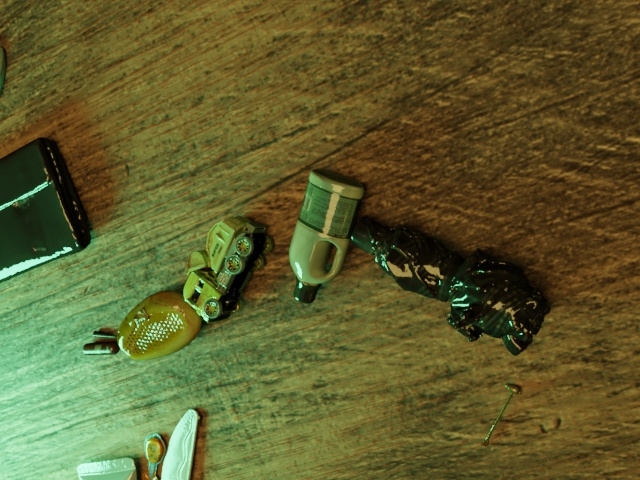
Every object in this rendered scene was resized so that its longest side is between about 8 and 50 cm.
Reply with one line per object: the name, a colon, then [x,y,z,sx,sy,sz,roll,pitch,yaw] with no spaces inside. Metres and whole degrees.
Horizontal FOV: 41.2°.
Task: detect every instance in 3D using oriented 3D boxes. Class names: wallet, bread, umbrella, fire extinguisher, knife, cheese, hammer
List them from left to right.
wallet: [-0.647,-0.027,1.673,0.406,0.062,0.228,-21,92,23]
fire extinguisher: [-0.414,0.198,1.651,0.100,0.032,0.046,-6,64,22]
cheese: [-0.327,0.427,1.663,0.047,0.017,0.111,17,107,21]
bread: [-0.293,0.154,1.566,0.189,0.077,0.114,-29,108,29]
knife: [-0.276,0.481,1.653,0.081,0.043,0.336,11,98,28]
umbrella: [0.189,0.056,1.321,0.336,0.154,0.128,31,70,12]
hammer: [0.294,0.288,1.397,0.029,0.014,0.123,30,111,22]

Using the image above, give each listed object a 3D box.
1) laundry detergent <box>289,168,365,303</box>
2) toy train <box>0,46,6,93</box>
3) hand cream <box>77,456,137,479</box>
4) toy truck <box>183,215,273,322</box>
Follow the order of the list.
laundry detergent: [0.000,0.000,1.423,0.099,0.070,0.226,21,106,15]
toy train: [-0.661,-0.256,1.642,0.055,0.048,0.252,27,109,12]
hand cream: [-0.389,0.586,1.689,0.139,0.089,0.314,-16,87,21]
toy truck: [-0.172,0.040,1.491,0.116,0.085,0.191,35,108,22]
